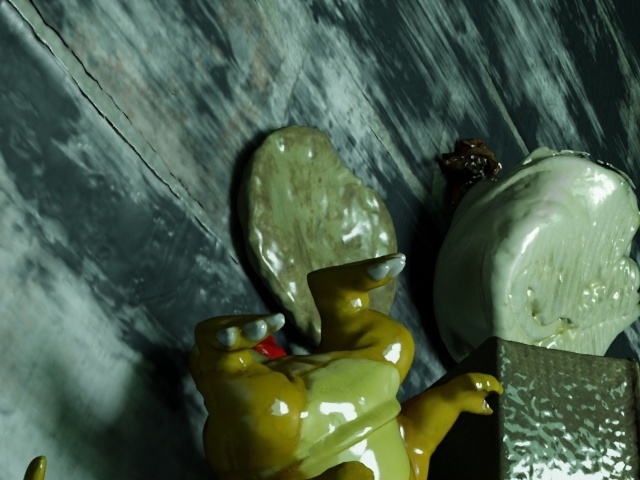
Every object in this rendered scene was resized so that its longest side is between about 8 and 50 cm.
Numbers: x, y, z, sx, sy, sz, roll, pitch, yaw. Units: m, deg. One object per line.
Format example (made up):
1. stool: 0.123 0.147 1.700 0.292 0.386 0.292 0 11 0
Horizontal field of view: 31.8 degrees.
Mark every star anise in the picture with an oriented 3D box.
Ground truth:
1. star anise: 0.188 -0.089 1.431 0.191 0.070 0.097 -8 87 -57

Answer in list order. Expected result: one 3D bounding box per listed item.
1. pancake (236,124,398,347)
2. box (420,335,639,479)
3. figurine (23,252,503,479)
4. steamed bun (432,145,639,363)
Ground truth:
1. pancake: -0.001 0.000 1.101 0.236 0.042 0.222 25 62 -50
2. box: 0.170 0.223 1.046 0.143 0.273 0.184 10 62 -16
3. figurine: 0.024 0.217 0.838 0.401 0.268 0.387 -24 97 -64
4. steamed bun: 0.237 0.029 1.347 0.280 0.207 0.268 -40 127 -23
